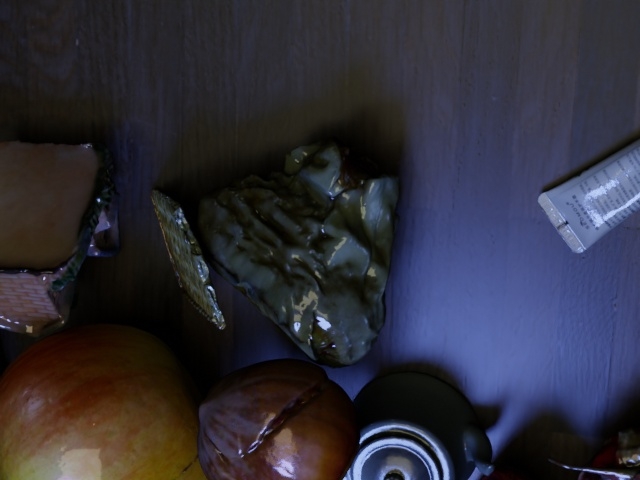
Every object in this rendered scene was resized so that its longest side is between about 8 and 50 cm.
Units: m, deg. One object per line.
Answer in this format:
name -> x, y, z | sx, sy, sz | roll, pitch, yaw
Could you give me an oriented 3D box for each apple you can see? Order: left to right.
apple -> -0.237, 0.232, 1.743 | 0.233, 0.286, 0.286 | -32, 98, -3

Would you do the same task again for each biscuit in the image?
biscuit -> -0.150, 0.014, 1.708 | 0.016, 0.203, 0.144 | -19, 102, -12

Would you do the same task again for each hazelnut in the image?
hazelnut -> -0.044, 0.203, 1.653 | 0.182, 0.182, 0.182 | 4, 108, 12

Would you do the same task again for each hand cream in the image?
hand cream -> 0.344, -0.074, 1.637 | 0.234, 0.050, 0.080 | -34, 97, 25

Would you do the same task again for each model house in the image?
model house -> -0.311, 0.007, 1.752 | 0.167, 0.182, 0.172 | 4, 146, 10

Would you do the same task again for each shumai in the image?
shumai -> -0.001, 0.001, 1.689 | 0.256, 0.189, 0.218 | 41, 94, 23

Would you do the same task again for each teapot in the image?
teapot -> 0.083, 0.252, 1.741 | 0.239, 0.149, 0.162 | -6, 106, 15

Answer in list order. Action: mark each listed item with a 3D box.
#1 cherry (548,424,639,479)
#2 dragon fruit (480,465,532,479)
cherry -> 0.383, 0.309, 1.675 | 0.192, 0.175, 0.249 | -15, 104, 27
dragon fruit -> 0.219, 0.344, 1.716 | 0.163, 0.261, 0.189 | -2, 71, -11
